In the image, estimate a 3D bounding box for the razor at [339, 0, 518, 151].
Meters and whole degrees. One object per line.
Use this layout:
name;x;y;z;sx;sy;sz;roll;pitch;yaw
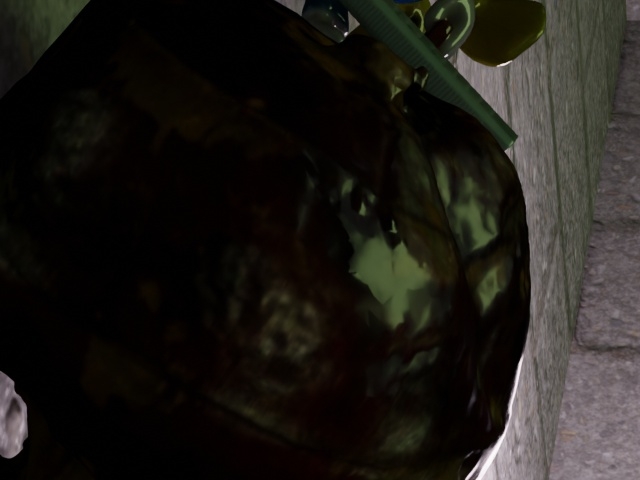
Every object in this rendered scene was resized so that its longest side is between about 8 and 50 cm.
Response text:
razor;0.039;-0.164;1.402;0.056;0.278;0.111;-50;179;23

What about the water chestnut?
water chestnut;-0.059;0.042;0.997;0.347;0.335;0.335;-58;167;7

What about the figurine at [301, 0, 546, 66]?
figurine;0.033;-0.238;1.543;0.283;0.205;0.338;-79;149;-44
